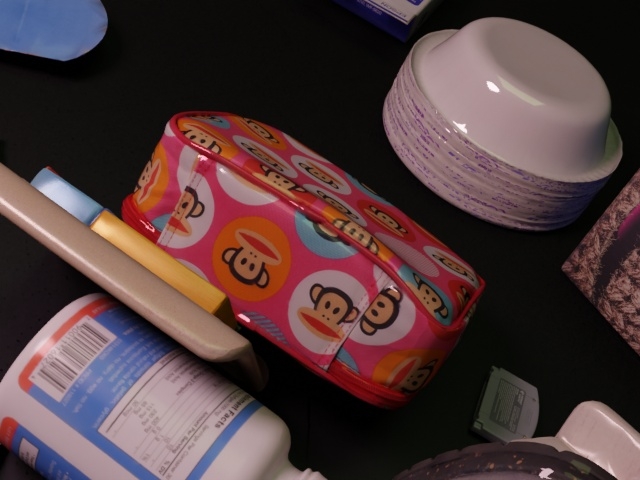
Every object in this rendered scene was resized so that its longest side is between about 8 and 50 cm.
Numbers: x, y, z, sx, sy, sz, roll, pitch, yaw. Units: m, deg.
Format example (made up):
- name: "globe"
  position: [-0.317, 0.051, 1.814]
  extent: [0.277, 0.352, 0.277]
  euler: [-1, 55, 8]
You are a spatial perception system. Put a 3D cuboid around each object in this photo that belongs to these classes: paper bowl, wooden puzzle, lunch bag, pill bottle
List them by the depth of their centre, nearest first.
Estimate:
- name: "pill bottle"
  position: [-0.098, 0.144, 0.608]
  extent: [0.221, 0.124, 0.124]
  euler: [35, 41, 8]
- name: "wooden puzzle"
  position: [-0.130, 0.026, 0.663]
  extent: [0.221, 0.239, 0.044]
  euler: [35, 81, 8]
- name: "lunch bag"
  position: [0.000, 0.000, 0.787]
  extent: [0.293, 0.120, 0.258]
  euler: [36, 18, 10]
- name: "paper bowl"
  position: [0.230, -0.157, 1.089]
  extent: [0.284, 0.148, 0.284]
  euler: [16, 43, -15]

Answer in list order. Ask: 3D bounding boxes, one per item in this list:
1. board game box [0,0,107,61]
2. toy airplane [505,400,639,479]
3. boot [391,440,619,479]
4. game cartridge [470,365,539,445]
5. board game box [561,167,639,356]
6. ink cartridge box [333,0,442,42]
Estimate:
- name: "board game box"
  position: [-0.313, -0.230, 0.958]
  extent: [0.168, 0.033, 0.133]
  euler: [9, 48, -14]
- name: "toy airplane"
  position: [0.273, 0.280, 0.600]
  extent: [0.386, 0.272, 0.384]
  euler: [12, 4, -5]
- name: "boot"
  position: [0.007, 0.245, 0.409]
  extent: [0.118, 0.338, 0.223]
  euler: [40, 37, -4]
- name: "game cartridge"
  position: [0.171, 0.156, 0.826]
  extent: [0.056, 0.017, 0.083]
  euler: [27, 40, 5]
- name: "board game box"
  position: [0.437, 0.045, 0.921]
  extent: [0.141, 0.232, 0.291]
  euler: [-14, 55, -37]
- name: "ink cartridge box"
  position: [0.098, -0.385, 1.322]
  extent: [0.165, 0.065, 0.333]
  euler: [32, 39, 5]
